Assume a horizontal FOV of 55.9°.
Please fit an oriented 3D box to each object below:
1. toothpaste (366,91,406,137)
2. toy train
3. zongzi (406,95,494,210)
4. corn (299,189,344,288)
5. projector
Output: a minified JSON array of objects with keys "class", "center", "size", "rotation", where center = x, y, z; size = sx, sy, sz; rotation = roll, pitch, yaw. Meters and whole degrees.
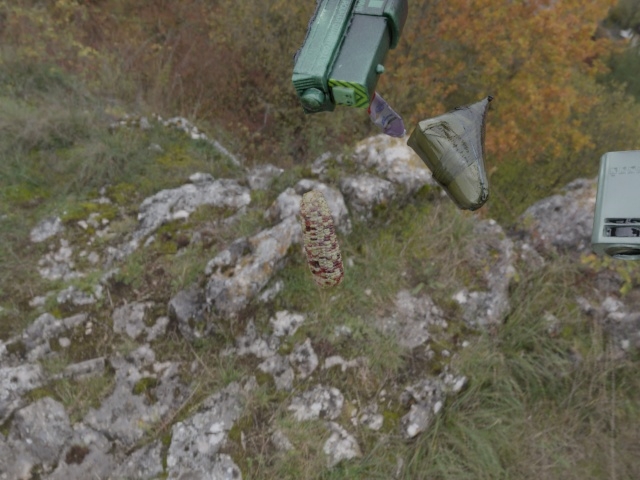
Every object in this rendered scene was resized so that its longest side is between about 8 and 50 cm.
[{"class":"toothpaste","center":[0.194,-0.375,1.821],"size":[0.048,0.301,0.075],"rotation":[30,93,30]},{"class":"toy train","center":[0.062,-0.407,1.244],"size":[0.178,0.138,0.330],"rotation":[12,68,18]},{"class":"zongzi","center":[0.335,-0.190,1.302],"size":[0.242,0.112,0.221],"rotation":[-26,79,-25]},{"class":"corn","center":[0.000,0.000,1.475],"size":[0.086,0.253,0.086],"rotation":[-10,25,5]},{"class":"projector","center":[0.661,-0.064,1.145],"size":[0.251,0.108,0.198],"rotation":[1,69,35]}]
